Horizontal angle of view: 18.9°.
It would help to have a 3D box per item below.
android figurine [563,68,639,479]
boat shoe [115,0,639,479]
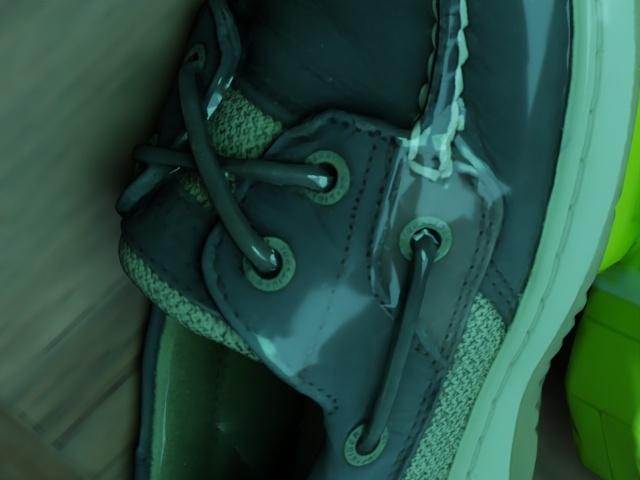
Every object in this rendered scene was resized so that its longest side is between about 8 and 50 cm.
[{"bbox_3d":[0.160,-0.010,0.520,0.248,0.056,0.273,9,99,-23],"label":"android figurine"},{"bbox_3d":[0.000,0.000,0.441,0.092,0.103,0.285,-14,128,-29],"label":"boat shoe"}]
